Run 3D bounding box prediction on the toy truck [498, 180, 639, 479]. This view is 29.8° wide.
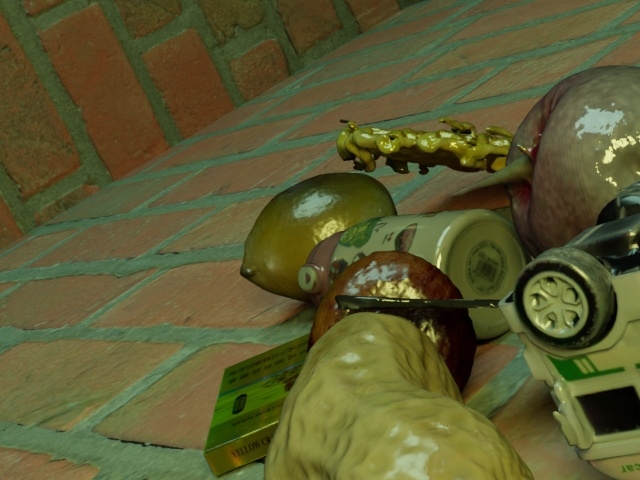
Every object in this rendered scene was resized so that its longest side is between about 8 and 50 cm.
[{"bbox_3d":[0.286,0.033,0.665,0.363,0.178,0.176,-14,9,39],"label":"toy truck"}]

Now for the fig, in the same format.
[{"bbox_3d":[0.053,0.089,1.013,0.146,0.133,0.201,-57,0,-8],"label":"fig"}]

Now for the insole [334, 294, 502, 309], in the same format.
[{"bbox_3d":[0.164,0.044,0.889,0.309,0.012,0.110,0,-1,-5],"label":"insole"}]

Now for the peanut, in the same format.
[{"bbox_3d":[0.044,0.152,0.764,0.159,0.143,0.291,-59,18,8],"label":"peanut"}]

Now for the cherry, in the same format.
[{"bbox_3d":[0.251,-0.048,0.968,0.266,0.184,0.213,0,10,-4],"label":"cherry"}]

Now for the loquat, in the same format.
[{"bbox_3d":[0.000,0.000,1.347,0.195,0.152,0.152,-13,16,5],"label":"loquat"}]

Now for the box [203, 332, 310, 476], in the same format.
[{"bbox_3d":[-0.041,0.145,1.132,0.121,0.030,0.193,-24,15,8],"label":"box"}]

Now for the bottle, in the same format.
[{"bbox_3d":[0.076,0.034,1.147,0.120,0.120,0.253,-35,16,-31],"label":"bottle"}]

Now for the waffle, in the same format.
[{"bbox_3d":[0.150,-0.100,1.397,0.280,0.060,0.262,3,0,-18],"label":"waffle"}]
